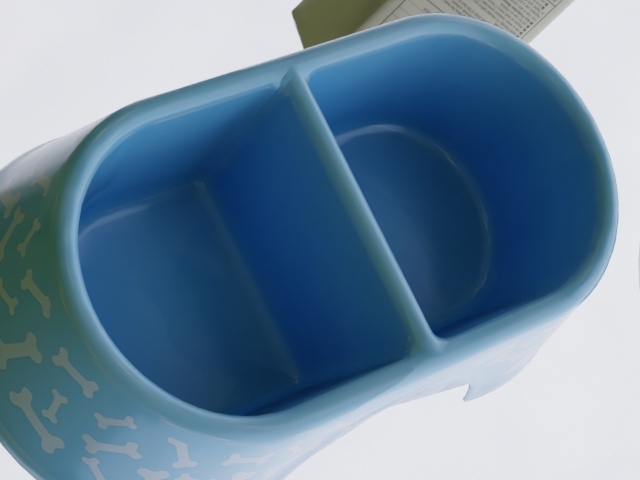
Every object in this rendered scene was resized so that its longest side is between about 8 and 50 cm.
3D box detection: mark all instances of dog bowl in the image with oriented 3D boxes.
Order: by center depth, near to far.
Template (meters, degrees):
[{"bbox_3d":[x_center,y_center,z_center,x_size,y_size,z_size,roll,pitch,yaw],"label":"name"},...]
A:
[{"bbox_3d":[0.000,0.000,0.788,0.074,0.297,0.166,-37,-103,53],"label":"dog bowl"}]

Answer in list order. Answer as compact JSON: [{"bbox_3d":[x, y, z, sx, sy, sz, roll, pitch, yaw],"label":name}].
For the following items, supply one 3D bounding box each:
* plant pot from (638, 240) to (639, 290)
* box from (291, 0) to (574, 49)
[{"bbox_3d":[0.338,0.038,1.133,0.291,0.291,0.203,-44,-170,14],"label":"plant pot"},{"bbox_3d":[0.133,-0.245,1.783,0.311,0.148,0.121,-42,-146,18],"label":"box"}]
